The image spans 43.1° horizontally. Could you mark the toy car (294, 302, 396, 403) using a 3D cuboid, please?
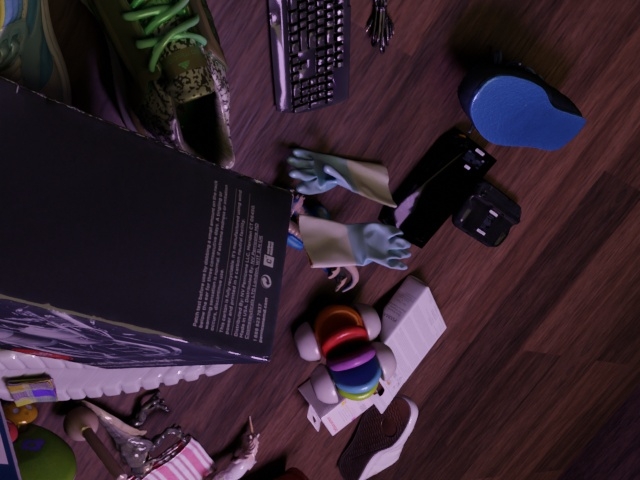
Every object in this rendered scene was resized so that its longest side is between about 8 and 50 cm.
[{"bbox_3d":[0.049,0.198,1.441,0.159,0.182,0.136,-20,173,-9],"label":"toy car"}]

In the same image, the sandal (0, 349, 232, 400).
[{"bbox_3d":[-0.321,0.151,1.143,0.417,0.102,0.169,0,146,-22],"label":"sandal"}]

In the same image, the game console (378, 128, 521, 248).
[{"bbox_3d":[0.270,-0.060,1.518,0.213,0.044,0.361,-50,142,12],"label":"game console"}]

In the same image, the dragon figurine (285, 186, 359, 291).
[{"bbox_3d":[0.000,0.000,1.295,0.085,0.144,0.289,-46,162,1],"label":"dragon figurine"}]

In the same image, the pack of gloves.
[{"bbox_3d":[0.056,-0.052,1.210,0.232,0.195,0.046,4,150,-44],"label":"pack of gloves"}]

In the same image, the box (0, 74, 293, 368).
[{"bbox_3d":[-0.260,0.015,0.810,0.313,0.343,0.178,21,69,-37],"label":"box"}]

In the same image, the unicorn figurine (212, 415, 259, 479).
[{"bbox_3d":[-0.162,0.437,1.580,0.162,0.060,0.111,-58,178,-27],"label":"unicorn figurine"}]

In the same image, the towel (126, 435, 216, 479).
[{"bbox_3d":[-0.295,0.459,1.520,0.197,0.029,0.144,-35,143,-10],"label":"towel"}]

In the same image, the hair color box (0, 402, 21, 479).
[{"bbox_3d":[-0.541,0.344,1.027,0.347,0.174,0.105,-41,145,15],"label":"hair color box"}]

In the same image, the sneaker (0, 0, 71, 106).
[{"bbox_3d":[-0.316,-0.160,0.742,0.127,0.208,0.319,0,128,-4],"label":"sneaker"}]

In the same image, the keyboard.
[{"bbox_3d":[0.023,-0.316,1.059,0.202,0.033,0.317,-25,140,-22],"label":"keyboard"}]

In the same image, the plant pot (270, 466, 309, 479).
[{"bbox_3d":[-0.141,0.638,1.661,0.265,0.272,0.272,-11,133,-24],"label":"plant pot"}]

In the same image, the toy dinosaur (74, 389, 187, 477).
[{"bbox_3d":[-0.301,0.321,1.360,0.118,0.064,0.268,-27,137,-10],"label":"toy dinosaur"}]

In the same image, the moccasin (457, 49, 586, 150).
[{"bbox_3d":[0.314,-0.226,1.343,0.138,0.116,0.342,-44,149,22],"label":"moccasin"}]

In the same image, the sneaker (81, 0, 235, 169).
[{"bbox_3d":[-0.161,-0.226,0.854,0.158,0.182,0.410,-32,141,-14],"label":"sneaker"}]

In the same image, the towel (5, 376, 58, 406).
[{"bbox_3d":[-0.389,0.205,1.096,0.060,0.009,0.083,-4,149,-14],"label":"towel"}]

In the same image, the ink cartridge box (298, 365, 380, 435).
[{"bbox_3d":[0.031,0.311,1.618,0.143,0.090,0.092,-36,142,-9],"label":"ink cartridge box"}]

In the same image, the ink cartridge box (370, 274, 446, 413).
[{"bbox_3d":[0.151,0.209,1.616,0.232,0.066,0.189,-47,145,-12],"label":"ink cartridge box"}]

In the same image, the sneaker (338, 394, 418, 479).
[{"bbox_3d":[0.151,0.443,1.856,0.123,0.106,0.290,-6,140,-43],"label":"sneaker"}]

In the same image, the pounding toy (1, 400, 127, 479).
[{"bbox_3d":[-0.412,0.280,1.142,0.237,0.183,0.110,-6,111,-33],"label":"pounding toy"}]
